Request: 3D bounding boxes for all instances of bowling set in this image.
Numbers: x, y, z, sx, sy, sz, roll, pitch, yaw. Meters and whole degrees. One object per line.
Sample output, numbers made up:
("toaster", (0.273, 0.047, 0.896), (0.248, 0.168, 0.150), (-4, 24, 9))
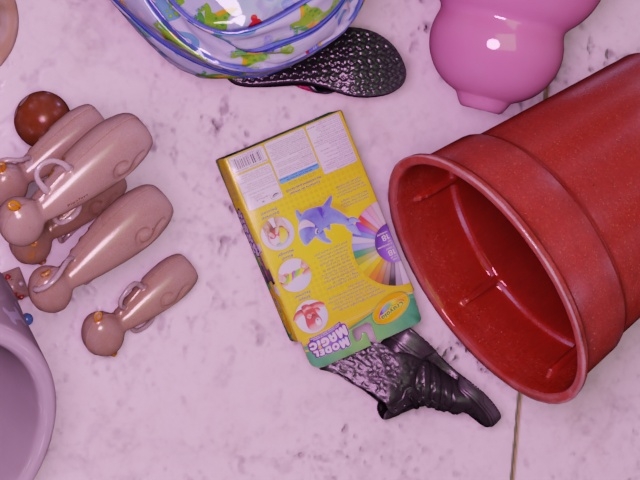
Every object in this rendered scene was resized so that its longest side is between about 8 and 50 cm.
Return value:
("bowling set", (-0.242, -0.029, 1.639), (0.154, 0.287, 0.200), (-40, 56, -18))

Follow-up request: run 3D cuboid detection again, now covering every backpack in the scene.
("backpack", (-0.106, -0.314, 1.631), (0.290, 0.273, 0.355), (-29, 108, -18))

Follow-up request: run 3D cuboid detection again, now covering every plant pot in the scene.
("plant pot", (0.252, -0.029, 1.711), (0.265, 0.272, 0.272), (-33, 98, -20))

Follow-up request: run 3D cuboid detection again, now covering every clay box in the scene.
("clay box", (0.000, 0.000, 1.740), (0.127, 0.053, 0.222), (-23, 97, -13))

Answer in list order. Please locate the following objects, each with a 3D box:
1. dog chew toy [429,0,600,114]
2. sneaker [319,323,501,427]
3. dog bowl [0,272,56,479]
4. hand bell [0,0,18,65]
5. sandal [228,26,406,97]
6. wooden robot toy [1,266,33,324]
("dog chew toy", (0.194, -0.286, 1.720), (0.206, 0.206, 0.332), (12, 95, -14))
("sneaker", (0.089, 0.147, 1.767), (0.170, 0.051, 0.089), (43, 81, -6))
("dog bowl", (-0.377, 0.167, 1.513), (0.348, 0.102, 0.349), (-27, 139, -27))
("hand bell", (-0.317, -0.205, 1.563), (0.126, 0.242, 0.126), (0, 91, -14))
("sandal", (-0.006, -0.173, 1.751), (0.179, 0.040, 0.067), (3, 84, 0))
("wooden robot toy", (-0.328, 0.092, 1.645), (0.076, 0.079, 0.173), (45, 80, -10))
